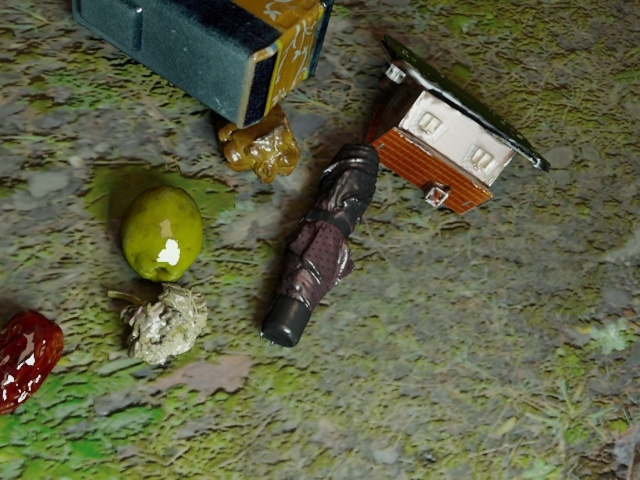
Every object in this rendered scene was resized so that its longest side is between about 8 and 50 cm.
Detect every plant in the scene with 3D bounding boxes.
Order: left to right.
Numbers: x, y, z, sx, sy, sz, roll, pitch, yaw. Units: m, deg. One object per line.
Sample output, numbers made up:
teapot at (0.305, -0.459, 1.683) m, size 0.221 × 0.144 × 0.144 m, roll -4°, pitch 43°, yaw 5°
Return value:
plant at (-0.210, 0.094, 1.222) m, size 0.122 × 0.104 × 0.116 m, roll 35°, pitch 28°, yaw 22°

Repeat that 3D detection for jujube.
jujube at (-0.354, 0.145, 1.135) m, size 0.077 × 0.077 × 0.129 m, roll 32°, pitch 66°, yaw -8°

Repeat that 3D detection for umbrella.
umbrella at (0.000, 0.000, 1.326) m, size 0.094 × 0.090 × 0.326 m, roll 42°, pitch 58°, yaw -27°

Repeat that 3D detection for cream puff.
cream puff at (-0.083, -0.135, 1.349) m, size 0.122 × 0.094 × 0.116 m, roll 16°, pitch 57°, yaw 20°

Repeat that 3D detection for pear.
pear at (-0.204, -0.010, 1.242) m, size 0.107 × 0.107 × 0.131 m, roll 5°, pitch 62°, yaw -20°

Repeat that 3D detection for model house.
model house at (0.174, -0.156, 1.452) m, size 0.294 × 0.207 × 0.154 m, roll 32°, pitch 106°, yaw -17°

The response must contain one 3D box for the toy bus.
toy bus at (-0.167, -0.315, 1.305) m, size 0.323 × 0.162 × 0.194 m, roll 33°, pitch 56°, yaw 10°
